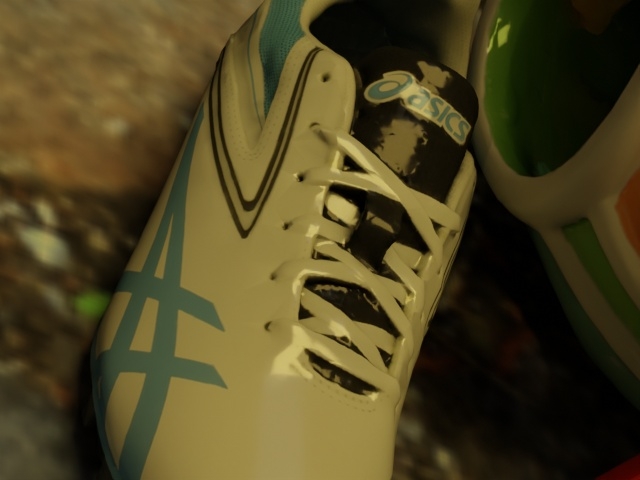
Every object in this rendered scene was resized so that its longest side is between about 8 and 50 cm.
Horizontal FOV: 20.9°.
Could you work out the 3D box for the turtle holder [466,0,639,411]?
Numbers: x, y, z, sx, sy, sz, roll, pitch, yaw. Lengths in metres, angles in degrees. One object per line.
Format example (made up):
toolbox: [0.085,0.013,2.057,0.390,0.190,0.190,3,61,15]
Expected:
turtle holder: [0.173,-0.057,0.543,0.227,0.243,0.320,19,51,-17]

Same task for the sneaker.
sneaker: [0.000,0.000,0.460,0.085,0.086,0.237,31,40,-19]

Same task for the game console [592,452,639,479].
game console: [0.142,0.208,0.294,0.342,0.060,0.386,-27,71,-14]
